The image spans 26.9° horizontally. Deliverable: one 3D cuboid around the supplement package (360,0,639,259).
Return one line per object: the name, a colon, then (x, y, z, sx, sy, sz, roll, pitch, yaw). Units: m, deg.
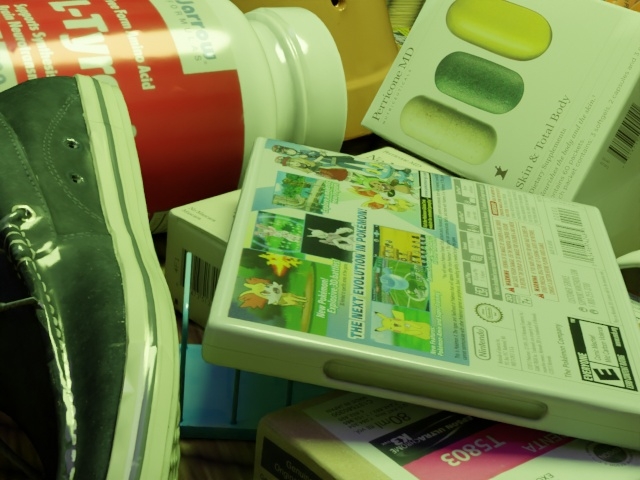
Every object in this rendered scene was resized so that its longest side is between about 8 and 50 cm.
supplement package: (0.224, -0.121, 1.294, 0.262, 0.199, 0.198, 30, 4, 42)

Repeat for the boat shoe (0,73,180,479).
boat shoe: (-0.183, 0.055, 0.884, 0.156, 0.187, 0.500, -2, 39, -16)

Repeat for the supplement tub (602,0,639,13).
supplement tub: (0.405, -0.341, 1.883, 0.193, 0.194, 0.316, 0, 25, -13)

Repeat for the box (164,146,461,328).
box: (0.000, 0.000, 1.191, 0.113, 0.094, 0.275, 27, 33, 37)

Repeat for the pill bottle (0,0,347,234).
pill bottle: (-0.190, -0.115, 1.235, 0.407, 0.229, 0.229, -11, 30, -30)

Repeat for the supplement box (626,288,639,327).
supplement box: (0.268, 0.100, 1.059, 0.233, 0.078, 0.080, 24, 34, 35)

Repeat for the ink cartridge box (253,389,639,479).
ink cartridge box: (0.103, 0.161, 0.882, 0.234, 0.088, 0.193, -15, 31, -39)

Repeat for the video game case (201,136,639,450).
video game case: (0.080, 0.025, 0.985, 0.299, 0.036, 0.329, 12, 26, -2)

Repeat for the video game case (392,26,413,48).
video game case: (0.179, -0.228, 1.784, 0.248, 0.035, 0.275, -5, 28, -23)

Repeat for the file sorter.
file sorter: (-0.024, 0.078, 1.011, 0.170, 0.105, 0.118, 4, 26, -5)

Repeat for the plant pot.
plant pot: (-0.042, -0.251, 1.549, 0.290, 0.204, 0.291, -2, 26, 1)

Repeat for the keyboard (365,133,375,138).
keyboard: (0.080, -0.137, 1.585, 0.108, 0.023, 0.180, -5, 26, -34)

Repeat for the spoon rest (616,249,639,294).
spoon rest: (0.358, 0.079, 1.093, 0.276, 0.137, 0.084, 18, 64, 10)
